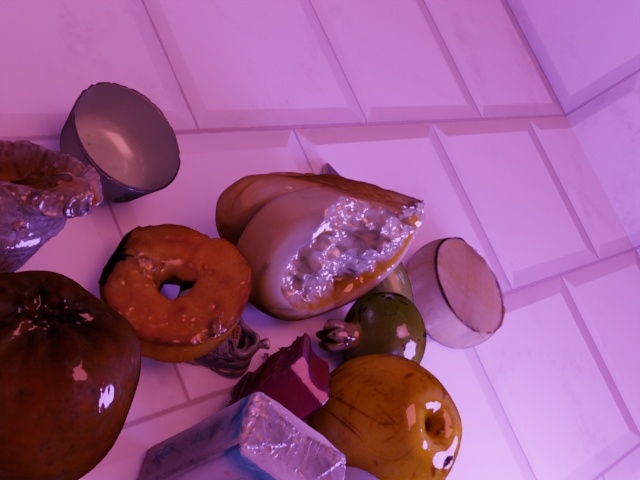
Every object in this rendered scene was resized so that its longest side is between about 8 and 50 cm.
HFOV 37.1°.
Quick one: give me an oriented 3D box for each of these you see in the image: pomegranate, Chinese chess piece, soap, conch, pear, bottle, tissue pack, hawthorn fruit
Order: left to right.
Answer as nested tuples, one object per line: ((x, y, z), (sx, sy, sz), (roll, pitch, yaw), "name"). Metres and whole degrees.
((-0.480, -0.028, 1.303), (0.352, 0.210, 0.297), (7, 32, -9), "conch")
((-0.374, 0.200, 1.225), (0.268, 0.300, 0.267), (10, 32, -6), "hawthorn fruit")
((-0.118, 0.347, 1.388), (0.201, 0.271, 0.124), (43, 39, -19), "tissue pack")
((-0.064, 0.244, 1.608), (0.099, 0.162, 0.250), (49, 7, -5), "soap")
((0.102, 0.198, 1.831), (0.210, 0.179, 0.179), (-26, 84, -22), "pomegranate")
((0.128, 0.090, 1.977), (0.112, 0.112, 0.260), (-13, 74, -51), "bottle")
((0.112, 0.330, 1.659), (0.281, 0.281, 0.280), (28, 46, -33), "pear")
((0.305, 0.119, 2.160), (0.257, 0.104, 0.257), (27, 47, -33), "Chinese chess piece")

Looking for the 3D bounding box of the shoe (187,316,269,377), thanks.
((-0.172, 0.164, 1.605), (0.180, 0.092, 0.089), (32, 44, -29), "shoe")

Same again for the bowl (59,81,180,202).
((-0.352, -0.150, 1.612), (0.211, 0.112, 0.211), (27, 46, -32), "bowl")

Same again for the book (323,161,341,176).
((0.071, -0.086, 2.084), (0.182, 0.014, 0.127), (43, 19, -17), "book")

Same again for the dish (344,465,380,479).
((0.033, 0.460, 1.522), (0.256, 0.256, 0.117), (46, 23, -14), "dish")

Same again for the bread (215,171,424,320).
((0.005, -0.025, 1.739), (0.424, 0.329, 0.245), (-2, 59, -53), "bread")

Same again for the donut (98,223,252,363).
((-0.232, 0.080, 1.522), (0.253, 0.118, 0.253), (7, 51, -9), "donut")
